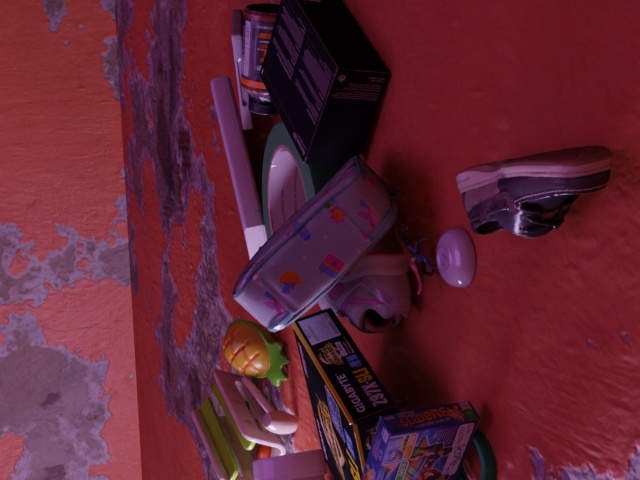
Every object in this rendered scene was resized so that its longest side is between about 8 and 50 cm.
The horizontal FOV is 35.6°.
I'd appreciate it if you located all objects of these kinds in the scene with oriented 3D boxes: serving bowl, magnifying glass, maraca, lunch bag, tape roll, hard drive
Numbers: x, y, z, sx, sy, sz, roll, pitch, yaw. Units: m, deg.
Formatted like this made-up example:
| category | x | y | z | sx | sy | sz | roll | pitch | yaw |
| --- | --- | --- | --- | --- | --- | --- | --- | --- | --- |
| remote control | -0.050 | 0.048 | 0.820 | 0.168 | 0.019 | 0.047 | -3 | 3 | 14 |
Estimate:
| category | x | y | z | sx | sy | sz | roll | pitch | yaw |
| --- | --- | --- | --- | --- | --- | --- | --- | --- | --- |
| serving bowl | 0.179 | 0.024 | 1.363 | 0.083 | 0.027 | 0.083 | 174 | 90 | -69 |
| magnifying glass | 0.183 | 0.306 | 1.425 | 0.231 | 0.026 | 0.092 | 169 | 96 | -67 |
| maraca | -0.136 | 0.238 | 2.123 | 0.185 | 0.099 | 0.127 | 24 | 125 | 36 |
| lunch bag | 0.000 | 0.000 | 1.495 | 0.108 | 0.279 | 0.224 | 46 | -170 | -6 |
| tape roll | -0.025 | -0.054 | 1.779 | 0.321 | 0.077 | 0.321 | 173 | 90 | -70 |
| hard drive | -0.164 | -0.134 | 2.088 | 0.233 | 0.047 | 0.353 | 87 | 169 | -65 |

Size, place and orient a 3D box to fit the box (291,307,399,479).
| category | x | y | z | sx | sy | sz | roll | pitch | yaw |
| --- | --- | --- | --- | --- | --- | --- | --- | --- | --- |
| box | 0.057 | 0.304 | 1.549 | 0.257 | 0.079 | 0.322 | -128 | 21 | -52 |

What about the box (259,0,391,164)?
| category | x | y | z | sx | sy | sz | roll | pitch | yaw |
| --- | --- | --- | --- | --- | --- | --- | --- | --- | --- |
| box | -0.001 | -0.274 | 1.639 | 0.184 | 0.103 | 0.261 | -66 | 34 | 36 |

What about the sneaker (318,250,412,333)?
| category | x | y | z | sx | sy | sz | roll | pitch | yaw |
| --- | --- | --- | --- | --- | --- | --- | --- | --- | --- |
| sneaker | 0.065 | 0.096 | 1.566 | 0.252 | 0.103 | 0.111 | 142 | 122 | -66 |

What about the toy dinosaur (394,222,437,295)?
| category | x | y | z | sx | sy | sz | roll | pitch | yaw |
| --- | --- | --- | --- | --- | --- | --- | --- | --- | --- |
| toy dinosaur | 0.132 | 0.016 | 1.423 | 0.082 | 0.090 | 0.047 | 33 | 156 | 6 |

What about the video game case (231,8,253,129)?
| category | x | y | z | sx | sy | sz | roll | pitch | yaw |
| --- | --- | --- | --- | --- | --- | --- | --- | --- | --- |
| video game case | -0.158 | -0.350 | 2.023 | 0.212 | 0.023 | 0.193 | -99 | 4 | -64 |

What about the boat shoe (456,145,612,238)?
| category | x | y | z | sx | sy | sz | roll | pitch | yaw |
| --- | --- | --- | --- | --- | --- | --- | --- | --- | --- |
| boat shoe | 0.237 | -0.049 | 1.114 | 0.285 | 0.103 | 0.092 | 177 | 84 | -72 |

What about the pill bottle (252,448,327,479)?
| category | x | y | z | sx | sy | sz | roll | pitch | yaw |
| --- | --- | --- | --- | --- | --- | --- | --- | --- | --- |
| pill bottle | -0.036 | 0.537 | 1.837 | 0.161 | 0.161 | 0.283 | 140 | 122 | -64 |

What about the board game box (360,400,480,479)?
| category | x | y | z | sx | sy | sz | roll | pitch | yaw |
| --- | --- | --- | --- | --- | --- | --- | --- | --- | --- |
| board game box | 0.126 | 0.308 | 1.352 | 0.035 | 0.136 | 0.201 | -121 | 34 | -45 |

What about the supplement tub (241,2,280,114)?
| category | x | y | z | sx | sy | sz | roll | pitch | yaw |
| --- | --- | --- | --- | --- | --- | --- | --- | --- | --- |
| supplement tub | -0.097 | -0.340 | 1.880 | 0.106 | 0.106 | 0.198 | -134 | 43 | -58 |

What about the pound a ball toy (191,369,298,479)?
| category | x | y | z | sx | sy | sz | roll | pitch | yaw |
| --- | --- | --- | --- | --- | --- | --- | --- | --- | --- |
| pound a ball toy | -0.146 | 0.394 | 2.174 | 0.208 | 0.136 | 0.319 | -61 | 31 | 12 |
